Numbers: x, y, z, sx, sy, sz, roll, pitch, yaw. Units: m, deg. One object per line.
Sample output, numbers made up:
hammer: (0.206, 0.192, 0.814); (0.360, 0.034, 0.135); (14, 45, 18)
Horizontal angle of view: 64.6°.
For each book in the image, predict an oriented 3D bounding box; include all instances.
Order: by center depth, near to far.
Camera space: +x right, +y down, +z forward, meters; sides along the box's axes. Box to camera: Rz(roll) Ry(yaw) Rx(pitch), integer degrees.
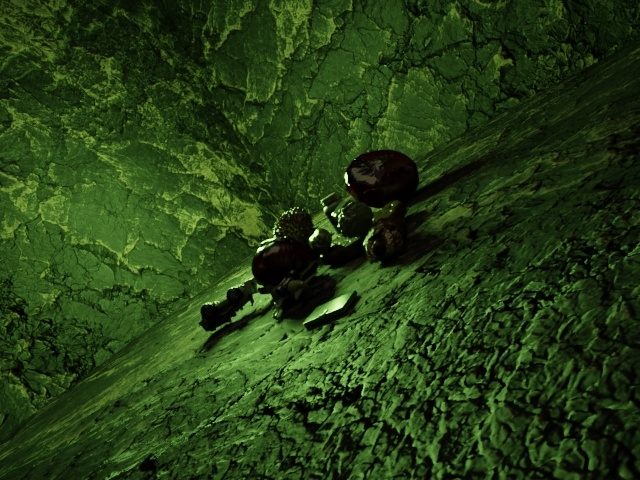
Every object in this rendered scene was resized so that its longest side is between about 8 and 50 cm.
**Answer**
book: (0.024, 0.177, 1.306); (0.135, 0.017, 0.103); (-28, 8, 31)

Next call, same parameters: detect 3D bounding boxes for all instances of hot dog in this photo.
hot dog: (0.190, -0.009, 1.523); (0.146, 0.103, 0.213); (-29, 9, 18)

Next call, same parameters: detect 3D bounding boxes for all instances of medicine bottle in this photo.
medicine bottle: (0.083, -0.124, 2.365); (0.107, 0.192, 0.107); (-31, 8, 5)

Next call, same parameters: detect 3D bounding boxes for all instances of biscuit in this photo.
biscuit: (0.164, -0.030, 1.892); (0.358, 0.074, 0.381); (-30, 6, 15)

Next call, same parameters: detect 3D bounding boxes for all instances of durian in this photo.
durian: (-0.106, -0.020, 2.314); (0.258, 0.258, 0.293); (-32, 2, -3)

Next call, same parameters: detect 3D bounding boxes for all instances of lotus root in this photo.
lotus root: (0.001, 0.000, 1.882); (0.090, 0.077, 0.183); (-51, 8, -2)

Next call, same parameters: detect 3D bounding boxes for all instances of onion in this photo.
onion: (-0.126, 0.078, 1.822); (0.246, 0.190, 0.246); (3, -13, 1)
onion: (0.285, -0.259, 2.338); (0.347, 0.286, 0.348); (-7, 44, 7)

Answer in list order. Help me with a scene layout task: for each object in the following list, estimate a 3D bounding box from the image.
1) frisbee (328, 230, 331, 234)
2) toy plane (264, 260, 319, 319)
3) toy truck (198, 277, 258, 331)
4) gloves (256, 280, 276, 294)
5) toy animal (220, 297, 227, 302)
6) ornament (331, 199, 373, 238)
frisbee: (-0.040, 0.019, 2.619); (0.236, 0.017, 0.236); (-32, 7, 5)
toy plane: (-0.103, 0.162, 1.652); (0.256, 0.104, 0.242); (-11, 37, 53)
toy truck: (-0.343, 0.247, 1.959); (0.285, 0.111, 0.136); (-34, -5, 5)
gloves: (-0.173, 0.134, 1.994); (0.219, 0.140, 0.131); (-50, -5, -25)
toy animal: (-0.431, 0.294, 2.250); (0.099, 0.057, 0.241); (-31, 7, 3)
ornament: (0.118, -0.084, 1.766); (0.130, 0.120, 0.285); (-54, 7, 9)
